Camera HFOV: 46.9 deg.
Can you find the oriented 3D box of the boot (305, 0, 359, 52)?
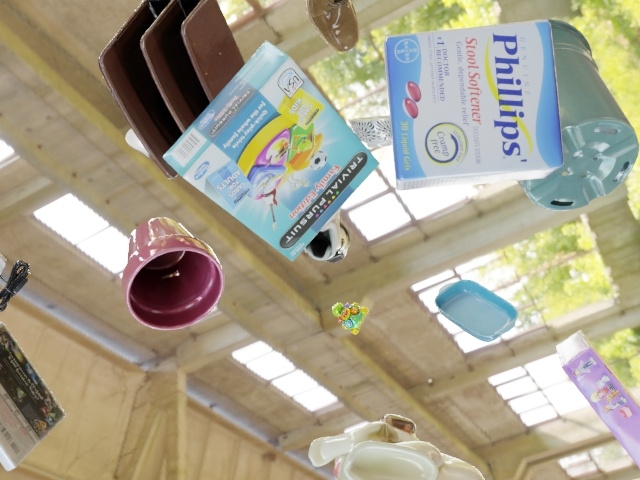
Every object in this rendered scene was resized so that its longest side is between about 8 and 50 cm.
[{"bbox_3d":[0.025,-0.576,1.766,0.305,0.112,0.115,64,176,-37],"label":"boot"}]

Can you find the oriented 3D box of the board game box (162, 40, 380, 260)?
[{"bbox_3d":[-0.069,-0.140,1.290,0.079,0.254,0.336,43,-178,40],"label":"board game box"}]

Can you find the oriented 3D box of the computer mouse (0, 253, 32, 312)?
[{"bbox_3d":[-0.646,0.048,1.418,0.193,0.106,0.042,31,169,23],"label":"computer mouse"}]

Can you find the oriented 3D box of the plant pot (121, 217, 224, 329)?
[{"bbox_3d":[-0.315,0.051,1.514,0.201,0.201,0.180,50,-177,-41],"label":"plant pot"}]

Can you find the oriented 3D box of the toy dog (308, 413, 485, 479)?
[{"bbox_3d":[0.156,0.477,1.464,0.408,0.396,0.284,173,90,-80],"label":"toy dog"}]

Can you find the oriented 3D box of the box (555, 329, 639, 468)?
[{"bbox_3d":[0.482,0.283,1.142,0.293,0.057,0.201,53,-167,8],"label":"box"}]

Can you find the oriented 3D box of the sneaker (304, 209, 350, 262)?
[{"bbox_3d":[0.000,0.000,1.838,0.330,0.123,0.146,73,-156,-60],"label":"sneaker"}]

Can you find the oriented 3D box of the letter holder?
[{"bbox_3d":[-0.250,-0.278,1.389,0.214,0.152,0.301,-65,-33,-34],"label":"letter holder"}]

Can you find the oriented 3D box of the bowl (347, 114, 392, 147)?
[{"bbox_3d":[0.158,-0.290,1.958,0.170,0.170,0.080,-39,-55,-72],"label":"bowl"}]

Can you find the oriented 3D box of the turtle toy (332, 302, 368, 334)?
[{"bbox_3d":[0.089,0.240,2.374,0.066,0.095,0.130,27,176,-37],"label":"turtle toy"}]

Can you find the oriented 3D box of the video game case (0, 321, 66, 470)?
[{"bbox_3d":[-0.488,0.234,1.139,0.190,0.022,0.173,58,-168,-8],"label":"video game case"}]

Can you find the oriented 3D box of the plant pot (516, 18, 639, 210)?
[{"bbox_3d":[0.524,-0.267,1.672,0.341,0.341,0.334,49,-162,-43],"label":"plant pot"}]

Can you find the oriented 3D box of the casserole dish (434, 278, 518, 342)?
[{"bbox_3d":[0.323,0.149,1.534,0.188,0.114,0.037,35,147,42],"label":"casserole dish"}]

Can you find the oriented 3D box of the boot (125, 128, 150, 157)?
[{"bbox_3d":[-0.518,-0.279,2.239,0.190,0.069,0.086,36,168,42],"label":"boot"}]

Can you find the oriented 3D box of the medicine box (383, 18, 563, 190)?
[{"bbox_3d":[0.270,-0.238,1.339,0.149,0.289,0.263,22,-117,-83],"label":"medicine box"}]
